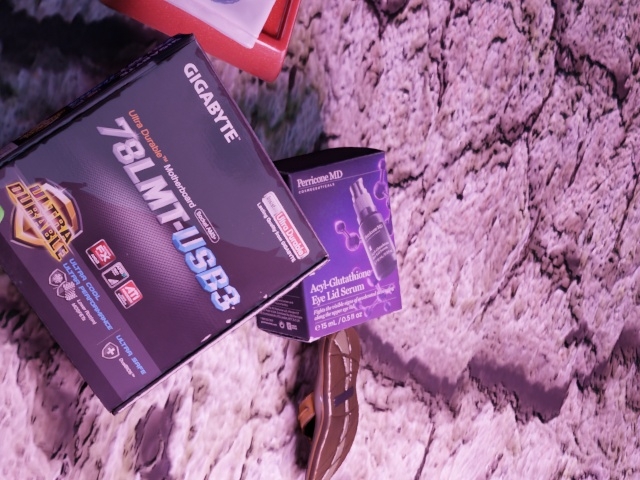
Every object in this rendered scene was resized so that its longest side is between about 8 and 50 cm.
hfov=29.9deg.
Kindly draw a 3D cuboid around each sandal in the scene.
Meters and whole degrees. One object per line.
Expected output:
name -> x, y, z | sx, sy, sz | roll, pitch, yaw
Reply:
sandal -> 0.002, 0.205, 1.498 | 0.090, 0.060, 0.219 | -22, 119, -51

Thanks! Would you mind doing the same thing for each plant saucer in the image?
plant saucer -> -0.103, -0.345, 1.372 | 0.258, 0.048, 0.259 | 21, 82, -38

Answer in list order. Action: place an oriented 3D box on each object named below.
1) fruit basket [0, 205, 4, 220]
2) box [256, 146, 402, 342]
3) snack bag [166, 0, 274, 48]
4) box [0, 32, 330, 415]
fruit basket -> -0.499, -0.005, 0.966 | 0.392, 0.283, 0.392 | -26, 123, -48
box -> 0.000, 0.000, 1.450 | 0.153, 0.108, 0.207 | -17, 105, -36
snack bag -> -0.154, -0.421, 1.278 | 0.343, 0.037, 0.323 | 26, 80, -18
box -> -0.183, -0.018, 1.261 | 0.293, 0.073, 0.295 | -35, 111, -11
